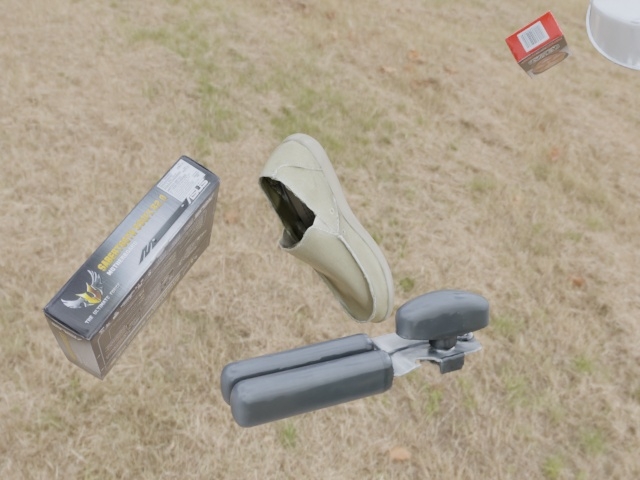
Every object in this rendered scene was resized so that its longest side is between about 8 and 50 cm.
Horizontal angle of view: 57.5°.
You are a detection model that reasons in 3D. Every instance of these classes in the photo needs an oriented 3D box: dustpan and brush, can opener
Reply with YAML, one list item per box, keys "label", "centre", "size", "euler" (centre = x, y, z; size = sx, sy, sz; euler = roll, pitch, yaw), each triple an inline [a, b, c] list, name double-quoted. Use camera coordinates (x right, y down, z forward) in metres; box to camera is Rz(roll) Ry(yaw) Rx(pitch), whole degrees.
- label: "dustpan and brush"
  centre: [0.320, -0.177, 0.534]
  size: [0.147, 0.060, 0.211]
  euler: [5, 36, 24]
- label: "can opener"
  centre: [0.039, 0.110, 0.587]
  size: [0.280, 0.093, 0.074]
  euler: [-13, 19, -20]

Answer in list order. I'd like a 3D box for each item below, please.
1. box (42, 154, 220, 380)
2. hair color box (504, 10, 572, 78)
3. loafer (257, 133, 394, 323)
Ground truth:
- label: "box"
  centre: [-0.209, 0.035, 0.682]
  size: [0.056, 0.183, 0.231]
  euler: [33, 61, 1]
- label: "hair color box"
  centre: [0.330, -0.290, 0.877]
  size: [0.141, 0.072, 0.043]
  euler: [-12, 75, -61]
- label: "loafer"
  centre: [0.000, 0.000, 0.743]
  size: [0.092, 0.102, 0.268]
  euler: [-34, 99, -33]
